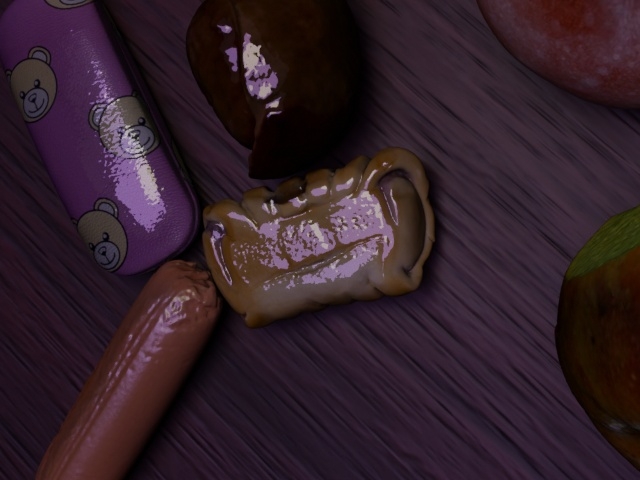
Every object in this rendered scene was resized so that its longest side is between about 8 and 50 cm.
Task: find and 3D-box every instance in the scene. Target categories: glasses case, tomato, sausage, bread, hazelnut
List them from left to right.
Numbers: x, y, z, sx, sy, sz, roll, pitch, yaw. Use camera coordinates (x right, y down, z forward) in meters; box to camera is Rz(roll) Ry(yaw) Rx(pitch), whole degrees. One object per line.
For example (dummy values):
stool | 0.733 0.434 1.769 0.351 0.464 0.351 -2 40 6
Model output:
glasses case | -0.225 -0.115 1.245 0.123 0.076 0.316 -29 80 15
sausage | -0.188 0.150 1.219 0.086 0.086 0.289 35 98 17
hazelnut | -0.046 -0.156 1.134 0.160 0.170 0.202 3 75 20
bread | 0.000 0.000 1.163 0.225 0.081 0.134 -14 89 16
tomato | 0.253 -0.245 1.008 0.270 0.227 0.270 0 90 17

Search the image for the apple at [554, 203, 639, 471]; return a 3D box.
apple | 0.375 0.056 0.928 0.384 0.374 0.374 29 100 57
